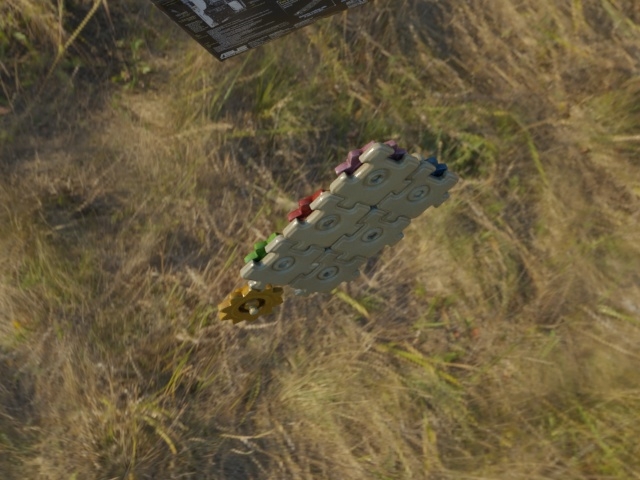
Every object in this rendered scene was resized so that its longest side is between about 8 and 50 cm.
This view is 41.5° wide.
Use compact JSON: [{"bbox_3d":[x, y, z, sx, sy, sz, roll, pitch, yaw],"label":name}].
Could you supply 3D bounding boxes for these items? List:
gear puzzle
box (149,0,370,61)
[{"bbox_3d":[0.000,0.000,1.008,0.175,0.339,0.044,14,43,-47],"label":"gear puzzle"},{"bbox_3d":[-0.043,-0.337,1.002,0.307,0.242,0.077,-19,76,14],"label":"box"}]
